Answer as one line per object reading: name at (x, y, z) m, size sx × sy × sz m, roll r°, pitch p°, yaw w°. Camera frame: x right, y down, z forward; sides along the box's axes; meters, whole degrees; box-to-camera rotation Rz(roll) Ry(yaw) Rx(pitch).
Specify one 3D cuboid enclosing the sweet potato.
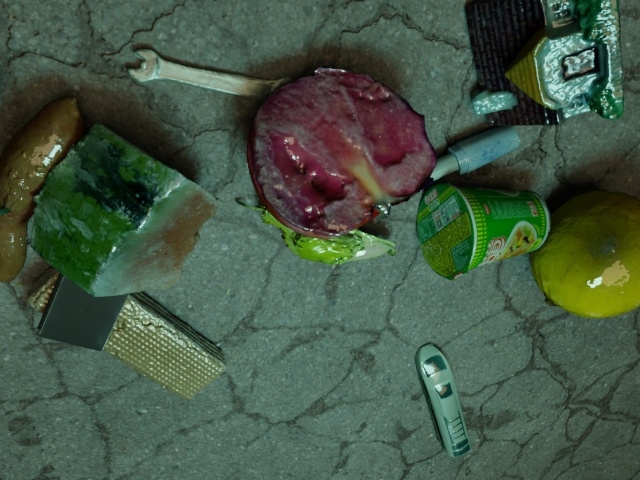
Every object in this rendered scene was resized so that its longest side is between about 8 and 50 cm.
sweet potato at (-0.508, -0.081, 0.898) m, size 0.109 × 0.109 × 0.385 m, roll 25°, pitch 111°, yaw -28°

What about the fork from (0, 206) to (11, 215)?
fork at (-0.592, -0.033, 0.894) m, size 0.235 × 0.021 × 0.039 m, roll -12°, pitch 134°, yaw 27°

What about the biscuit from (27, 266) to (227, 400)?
biscuit at (-0.386, 0.186, 1.102) m, size 0.144 × 0.078 × 0.426 m, roll -41°, pitch 122°, yaw 7°

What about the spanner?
spanner at (-0.182, -0.284, 0.932) m, size 0.302 × 0.017 × 0.071 m, roll 7°, pitch 116°, yaw -21°

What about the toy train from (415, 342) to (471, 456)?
toy train at (0.348, 0.458, 1.478) m, size 0.087 × 0.088 × 0.406 m, roll -23°, pitch 122°, yaw -3°

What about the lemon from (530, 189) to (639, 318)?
lemon at (0.639, 0.034, 1.212) m, size 0.297 × 0.297 × 0.297 m, roll -8°, pitch 121°, yaw -13°

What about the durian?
durian at (0.000, -0.007, 1.096) m, size 0.375 × 0.132 × 0.106 m, roll 16°, pitch 85°, yaw -22°

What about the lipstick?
lipstick at (0.285, -0.168, 1.115) m, size 0.274 × 0.061 × 0.068 m, roll -24°, pitch 125°, yaw -3°

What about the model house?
model house at (0.394, -0.351, 0.977) m, size 0.249 × 0.230 × 0.280 m, roll -13°, pitch 123°, yaw 19°

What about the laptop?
laptop at (-0.445, 0.124, 0.994) m, size 0.129 × 0.016 × 0.180 m, roll 22°, pitch 108°, yaw -26°

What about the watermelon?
watermelon at (-0.307, -0.030, 0.907) m, size 0.302 × 0.151 × 0.264 m, roll 21°, pitch 110°, yaw -50°

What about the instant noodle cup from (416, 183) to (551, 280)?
instant noodle cup at (0.364, -0.029, 1.152) m, size 0.233 × 0.207 × 0.207 m, roll -6°, pitch 121°, yaw -23°

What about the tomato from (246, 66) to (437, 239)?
tomato at (0.029, -0.156, 0.978) m, size 0.335 × 0.176 × 0.289 m, roll -31°, pitch 89°, yaw -11°
